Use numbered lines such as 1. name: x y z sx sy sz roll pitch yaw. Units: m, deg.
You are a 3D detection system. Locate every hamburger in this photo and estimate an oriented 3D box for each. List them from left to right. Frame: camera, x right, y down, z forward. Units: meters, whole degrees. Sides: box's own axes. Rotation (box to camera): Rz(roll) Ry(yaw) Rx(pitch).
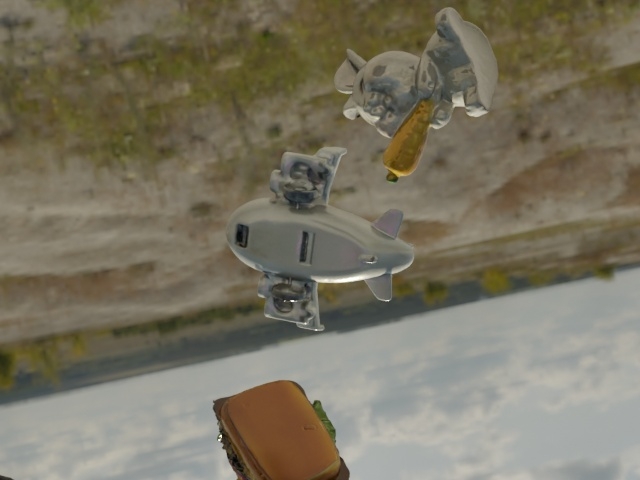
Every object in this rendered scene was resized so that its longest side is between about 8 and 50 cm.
1. hamburger: -0.042 0.239 1.357 0.137 0.166 0.087 -13 141 -24

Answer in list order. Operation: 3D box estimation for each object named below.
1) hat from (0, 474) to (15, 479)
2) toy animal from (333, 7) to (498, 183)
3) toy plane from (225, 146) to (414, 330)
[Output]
1. hat: -0.254 0.220 0.802 0.128 0.265 0.265 -7 174 -19
2. toy animal: 0.080 -0.134 1.127 0.182 0.131 0.127 -17 -169 33
3. toy plane: -0.001 0.001 1.572 0.252 0.252 0.118 -13 -170 13
